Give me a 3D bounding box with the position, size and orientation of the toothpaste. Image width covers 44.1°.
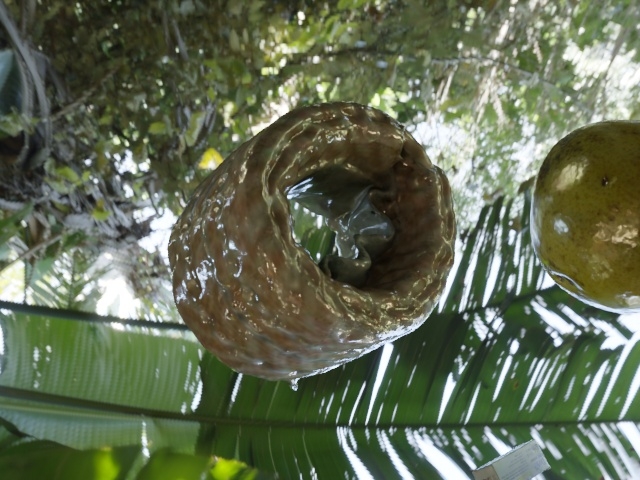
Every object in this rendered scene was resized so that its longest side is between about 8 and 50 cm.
[{"bbox_3d":[0.257,0.306,1.053,0.034,0.164,0.046,-36,-110,29],"label":"toothpaste"}]

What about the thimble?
[{"bbox_3d":[-0.005,-0.001,0.645,0.196,0.148,0.229,44,-135,-15],"label":"thimble"}]

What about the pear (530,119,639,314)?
[{"bbox_3d":[0.304,-0.029,0.811,0.197,0.197,0.197,0,-115,-1],"label":"pear"}]
